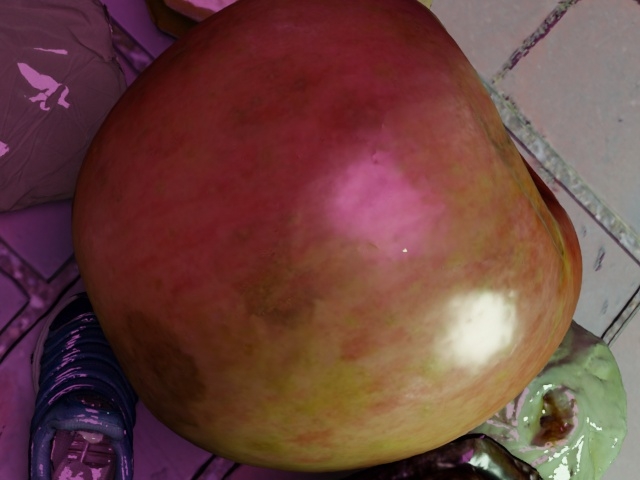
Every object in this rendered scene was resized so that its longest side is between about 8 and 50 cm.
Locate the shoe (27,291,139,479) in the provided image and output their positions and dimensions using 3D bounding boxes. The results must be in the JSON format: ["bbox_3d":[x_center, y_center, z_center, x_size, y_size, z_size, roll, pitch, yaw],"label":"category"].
[{"bbox_3d":[-0.177,0.140,1.107,0.091,0.106,0.207,9,74,-19],"label":"shoe"}]

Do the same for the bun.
[{"bbox_3d":[0.178,0.147,1.223,0.195,0.118,0.196,4,78,-20],"label":"bun"}]

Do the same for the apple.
[{"bbox_3d":[0.000,0.000,1.058,0.363,0.364,0.364,3,82,-19],"label":"apple"}]

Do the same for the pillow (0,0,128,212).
[{"bbox_3d":[-0.289,-0.154,1.123,0.274,0.076,0.281,-13,88,-22],"label":"pillow"}]

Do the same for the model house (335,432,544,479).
[{"bbox_3d":[0.097,0.337,1.067,0.297,0.283,0.317,-34,132,14],"label":"model house"}]

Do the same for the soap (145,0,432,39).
[{"bbox_3d":[-0.038,-0.223,1.217,0.257,0.080,0.160,23,76,-15],"label":"soap"}]
